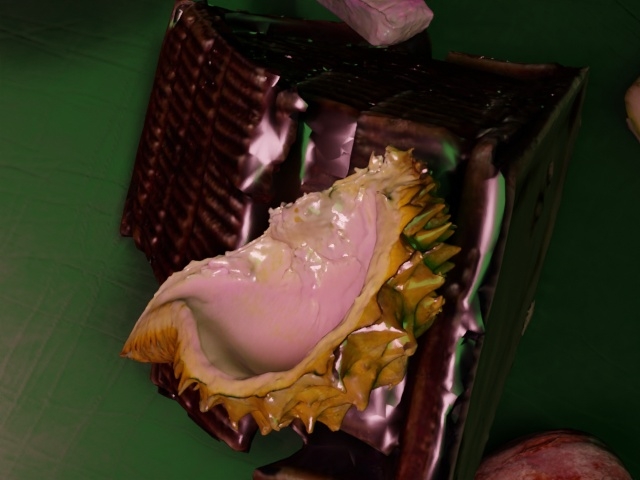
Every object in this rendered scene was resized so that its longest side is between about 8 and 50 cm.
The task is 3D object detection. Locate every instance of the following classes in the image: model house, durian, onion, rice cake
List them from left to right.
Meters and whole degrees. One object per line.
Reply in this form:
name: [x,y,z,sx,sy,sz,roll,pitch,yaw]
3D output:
durian: [-0.016,0.043,0.550,0.078,0.224,0.140,35,53,-35]
model house: [0.000,0.000,0.732,0.282,0.297,0.317,14,100,17]
rice cake: [0.005,-0.186,0.738,0.047,0.207,0.036,-25,136,-15]
onion: [0.145,0.223,0.768,0.195,0.159,0.159,-23,93,5]

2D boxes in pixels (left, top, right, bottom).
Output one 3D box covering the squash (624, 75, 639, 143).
squash: [0.336,-0.135,0.849,0.186,0.123,0.123,-44,98,-15]
